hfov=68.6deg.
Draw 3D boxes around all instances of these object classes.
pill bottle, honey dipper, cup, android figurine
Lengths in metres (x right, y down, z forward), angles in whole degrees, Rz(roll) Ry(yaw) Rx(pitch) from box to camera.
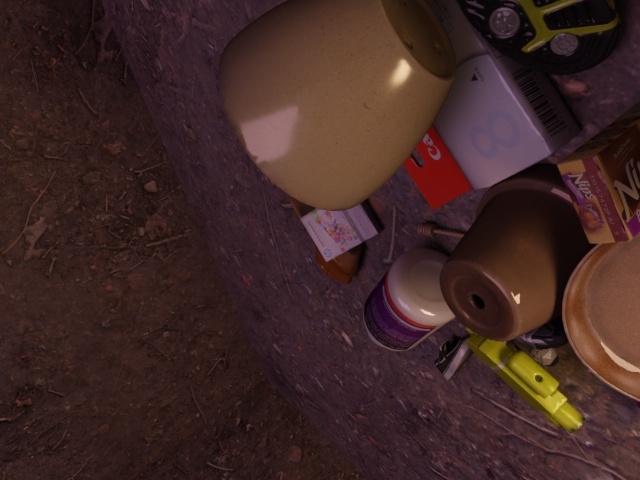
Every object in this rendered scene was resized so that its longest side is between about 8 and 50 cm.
[{"bbox_3d":[0.212,0.162,1.158,0.181,0.181,0.323,50,153,15],"label":"pill bottle"},{"bbox_3d":[0.280,-0.014,1.016,0.160,0.030,0.030,17,133,52],"label":"honey dipper"},{"bbox_3d":[0.053,-0.240,0.693,0.237,0.331,0.331,-28,94,43],"label":"cup"},{"bbox_3d":[0.409,0.273,0.977,0.273,0.056,0.248,45,179,22],"label":"android figurine"}]

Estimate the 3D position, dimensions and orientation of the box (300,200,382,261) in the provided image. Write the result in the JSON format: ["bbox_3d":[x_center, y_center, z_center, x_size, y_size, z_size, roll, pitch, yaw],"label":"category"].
[{"bbox_3d":[0.054,-0.045,1.271,0.186,0.038,0.145,-30,93,34],"label":"box"}]

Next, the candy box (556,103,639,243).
[{"bbox_3d":[0.377,-0.088,0.570,0.053,0.186,0.109,-9,111,62],"label":"candy box"}]

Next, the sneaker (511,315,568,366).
[{"bbox_3d":[0.432,0.193,0.905,0.132,0.086,0.228,50,176,-4],"label":"sneaker"}]

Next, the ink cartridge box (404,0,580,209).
[{"bbox_3d":[0.206,-0.222,0.840,0.308,0.091,0.385,57,154,1],"label":"ink cartridge box"}]

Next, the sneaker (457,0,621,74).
[{"bbox_3d":[0.229,-0.370,0.592,0.384,0.147,0.145,39,152,-4],"label":"sneaker"}]

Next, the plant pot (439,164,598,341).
[{"bbox_3d":[0.323,0.038,0.767,0.263,0.229,0.263,42,150,31],"label":"plant pot"}]

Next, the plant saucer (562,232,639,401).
[{"bbox_3d":[0.490,0.093,0.614,0.310,0.050,0.311,12,120,22],"label":"plant saucer"}]

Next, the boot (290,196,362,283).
[{"bbox_3d":[0.001,0.000,1.444,0.295,0.104,0.211,46,152,15],"label":"boot"}]

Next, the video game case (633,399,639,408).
[{"bbox_3d":[0.561,0.199,0.739,0.232,0.042,0.210,54,155,7],"label":"video game case"}]

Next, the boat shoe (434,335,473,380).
[{"bbox_3d":[0.337,0.294,1.207,0.070,0.078,0.219,44,153,24],"label":"boat shoe"}]
